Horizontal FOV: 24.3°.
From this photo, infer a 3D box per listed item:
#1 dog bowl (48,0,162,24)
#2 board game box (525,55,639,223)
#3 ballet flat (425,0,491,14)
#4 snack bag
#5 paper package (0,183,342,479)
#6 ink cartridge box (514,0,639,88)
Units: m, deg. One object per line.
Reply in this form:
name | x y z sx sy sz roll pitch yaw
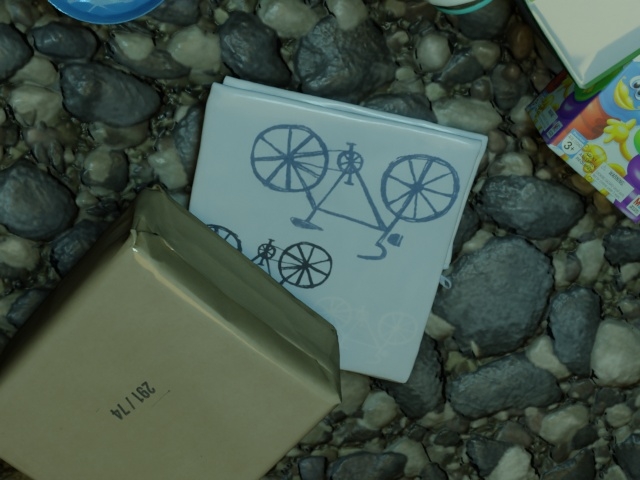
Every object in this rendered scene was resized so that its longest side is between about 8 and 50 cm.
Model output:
dog bowl | -0.242 -0.379 1.558 0.166 0.074 0.297 -13 112 2
board game box | 0.380 -0.180 1.628 0.144 0.142 0.275 39 105 -16
ballet flat | 0.229 -0.378 1.458 0.400 0.139 0.139 -42 111 -23
snack bag | 0.000 0.000 1.737 0.323 0.037 0.342 11 113 -6
paper package | -0.183 0.158 1.695 0.309 0.168 0.325 39 112 -14
ink cartridge box | 0.298 -0.281 1.514 0.201 0.278 0.117 -34 106 10
